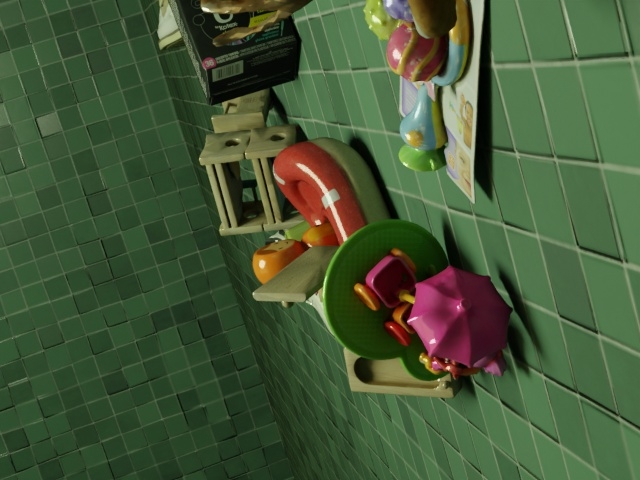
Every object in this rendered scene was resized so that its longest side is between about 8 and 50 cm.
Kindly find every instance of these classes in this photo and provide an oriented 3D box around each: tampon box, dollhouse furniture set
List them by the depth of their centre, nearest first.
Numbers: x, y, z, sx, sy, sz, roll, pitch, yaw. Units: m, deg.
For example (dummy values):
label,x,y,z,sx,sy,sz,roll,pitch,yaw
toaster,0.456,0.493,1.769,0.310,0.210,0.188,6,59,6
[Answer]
label,x,y,z,sx,sy,sz,roll,pitch,yaw
dollhouse furniture set,0.040,0.097,1.041,0.123,0.144,0.151,-37,-59,-55
tampon box,-0.110,-0.270,1.331,0.101,0.120,0.161,101,148,-71
dollhouse furniture set,-0.078,-0.118,1.520,0.183,0.129,0.129,-82,-16,-53

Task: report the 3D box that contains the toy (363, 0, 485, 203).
label,x,y,z,sx,sy,sz,roll,pitch,yaw
toy,0.069,-0.148,0.801,0.237,0.056,0.137,81,164,-44

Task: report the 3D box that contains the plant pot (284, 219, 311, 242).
label,x,y,z,sx,sy,sz,roll,pitch,yaw
plant pot,0.000,0.000,1.357,0.083,0.079,0.083,160,90,-80

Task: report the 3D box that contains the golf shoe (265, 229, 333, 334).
label,x,y,z,sx,sy,sz,roll,pitch,yaw
golf shoe,-0.014,0.061,1.526,0.067,0.086,0.186,93,155,-60

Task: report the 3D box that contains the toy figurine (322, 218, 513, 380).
label,x,y,z,sx,sy,sz,roll,pitch,yaw
toy figurine,0.104,0.074,0.919,0.173,0.130,0.159,52,168,-23

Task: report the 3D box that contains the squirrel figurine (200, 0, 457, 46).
label,x,y,z,sx,sy,sz,roll,pitch,yaw
squirrel figurine,-0.045,-0.272,0.575,0.397,0.370,0.281,-55,-12,-54

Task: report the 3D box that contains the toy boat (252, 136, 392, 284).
label,x,y,z,sx,sy,sz,roll,pitch,yaw
toy boat,-0.002,0.006,1.176,0.151,0.151,0.231,105,145,-71

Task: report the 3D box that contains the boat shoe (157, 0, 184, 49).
label,x,y,z,sx,sy,sz,roll,pitch,yaw
boat shoe,-0.189,-0.363,1.641,0.302,0.113,0.103,-10,98,69
